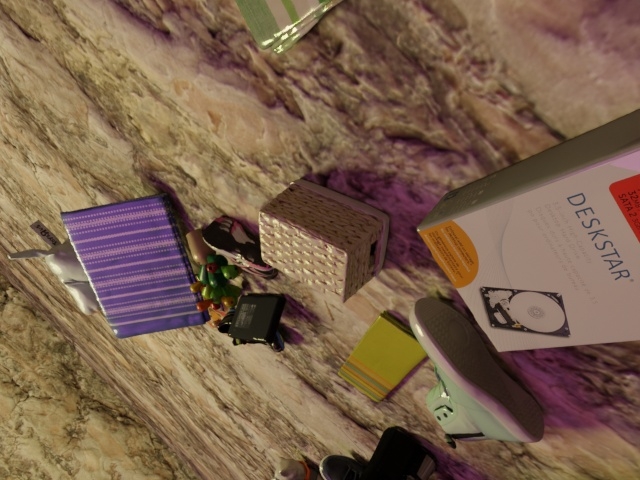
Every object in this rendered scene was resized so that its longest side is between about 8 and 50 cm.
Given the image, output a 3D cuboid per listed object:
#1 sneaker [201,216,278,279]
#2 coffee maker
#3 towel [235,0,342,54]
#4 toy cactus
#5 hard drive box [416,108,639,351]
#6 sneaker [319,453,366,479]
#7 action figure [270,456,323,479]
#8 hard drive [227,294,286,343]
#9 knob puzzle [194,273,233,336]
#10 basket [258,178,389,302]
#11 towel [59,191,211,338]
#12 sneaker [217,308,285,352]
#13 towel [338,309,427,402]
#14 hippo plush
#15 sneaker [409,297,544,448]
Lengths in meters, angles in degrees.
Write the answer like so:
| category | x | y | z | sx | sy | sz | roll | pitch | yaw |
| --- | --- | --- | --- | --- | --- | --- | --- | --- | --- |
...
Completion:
| category | x | y | z | sx | sy | sz | roll | pitch | yaw |
| --- | --- | --- | --- | --- | --- | --- | --- | --- | --- |
| sneaker | -0.152 | 0.025 | 0.844 | 0.178 | 0.072 | 0.077 | 32 | 150 | 28 |
| coffee maker | 0.119 | 0.460 | 0.867 | 0.171 | 0.178 | 0.120 | 45 | 139 | 0 |
| towel | -0.009 | -0.352 | 0.417 | 0.325 | 0.038 | 0.247 | -9 | 114 | 48 |
| toy cactus | -0.235 | 0.066 | 0.934 | 0.180 | 0.112 | 0.219 | 62 | 159 | 5 |
| hard drive box | 0.244 | 0.005 | 0.438 | 0.181 | 0.089 | 0.232 | 54 | 141 | -8 |
| sneaker | 0.109 | 0.559 | 1.021 | 0.226 | 0.086 | 0.163 | 29 | 149 | 8 |
| action figure | -0.080 | 0.784 | 1.339 | 0.342 | 0.178 | 0.330 | -8 | 113 | 19 |
| hard drive | -0.133 | 0.160 | 0.921 | 0.135 | 0.094 | 0.022 | -6 | 150 | 46 |
| knob puzzle | -0.291 | 0.165 | 1.121 | 0.213 | 0.030 | 0.213 | 25 | 136 | 26 |
| basket | 0.000 | 0.000 | 0.649 | 0.167 | 0.103 | 0.113 | 26 | 136 | 26 |
| towel | -0.407 | 0.068 | 1.012 | 0.243 | 0.040 | 0.335 | -11 | 113 | 4 |
| sneaker | -0.155 | 0.213 | 0.994 | 0.188 | 0.078 | 0.067 | 15 | 131 | 34 |
| towel | 0.109 | 0.216 | 0.800 | 0.102 | 0.021 | 0.237 | 33 | 139 | 9 |
| hippo plush | -0.546 | 0.029 | 1.151 | 0.237 | 0.234 | 0.294 | -15 | 131 | 16 |
| sneaker | 0.183 | 0.205 | 0.654 | 0.256 | 0.094 | 0.151 | 49 | 136 | -5 |
